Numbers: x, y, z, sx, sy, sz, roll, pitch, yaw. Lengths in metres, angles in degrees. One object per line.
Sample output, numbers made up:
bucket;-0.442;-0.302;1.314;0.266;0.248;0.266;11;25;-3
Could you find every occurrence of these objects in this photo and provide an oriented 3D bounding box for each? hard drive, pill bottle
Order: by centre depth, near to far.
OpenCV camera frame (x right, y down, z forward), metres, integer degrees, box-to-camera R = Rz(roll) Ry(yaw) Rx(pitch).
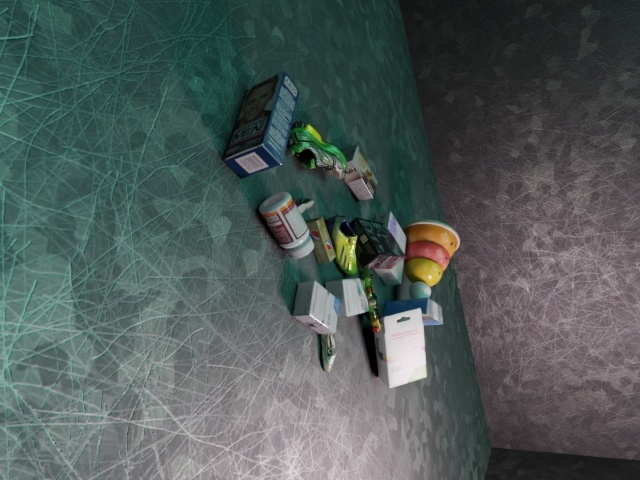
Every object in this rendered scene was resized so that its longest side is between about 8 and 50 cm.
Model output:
pill bottle;-0.114;-0.050;1.455;0.221;0.121;0.121;62;35;-27
hard drive;0.244;0.312;2.025;0.094;0.022;0.135;50;41;-38

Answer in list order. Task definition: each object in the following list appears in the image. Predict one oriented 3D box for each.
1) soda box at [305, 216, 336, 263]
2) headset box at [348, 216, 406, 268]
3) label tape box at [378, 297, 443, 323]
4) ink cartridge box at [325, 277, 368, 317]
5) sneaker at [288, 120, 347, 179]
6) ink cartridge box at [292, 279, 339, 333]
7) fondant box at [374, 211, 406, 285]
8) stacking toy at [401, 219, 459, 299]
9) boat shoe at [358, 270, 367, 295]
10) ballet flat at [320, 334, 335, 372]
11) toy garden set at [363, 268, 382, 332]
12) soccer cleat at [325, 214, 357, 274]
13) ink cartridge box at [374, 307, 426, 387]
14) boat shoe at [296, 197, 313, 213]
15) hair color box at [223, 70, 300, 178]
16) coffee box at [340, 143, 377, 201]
soda box;0.000;0.000;1.684;0.058;0.061;0.181;-38;112;-57
headset box;0.264;0.019;1.961;0.293;0.110;0.218;5;49;-52
label tape box;0.474;0.370;2.172;0.334;0.241;0.105;31;55;-51
ink cartridge box;0.115;0.242;1.767;0.212;0.093;0.154;5;76;-61
sneaker;-0.018;-0.340;1.725;0.344;0.134;0.146;29;63;-42
ink cartridge box;-0.013;0.254;1.563;0.191;0.082;0.139;43;45;-43
fondant box;0.368;0.043;2.246;0.238;0.096;0.330;51;40;-38
stacking toy;0.597;0.152;2.374;0.350;0.351;0.479;49;48;-40
boat shoe;0.210;0.210;1.983;0.049;0.043;0.137;31;53;-49
ballet flat;0.032;0.431;1.610;0.057;0.052;0.168;2;79;-59
toy garden set;0.235;0.266;1.834;0.203;0.049;0.244;-88;168;-66
soccer cleat;0.114;0.025;1.806;0.093;0.121;0.289;-48;121;-54
ink cartridge box;0.371;0.483;1.940;0.207;0.119;0.353;-10;102;-17
boat shoe;-0.073;-0.140;1.633;0.125;0.038;0.046;-37;154;-51
hair color box;-0.191;-0.389;1.384;0.105;0.174;0.347;44;45;-42
coffee box;0.183;-0.330;2.054;0.246;0.098;0.141;55;38;-34
